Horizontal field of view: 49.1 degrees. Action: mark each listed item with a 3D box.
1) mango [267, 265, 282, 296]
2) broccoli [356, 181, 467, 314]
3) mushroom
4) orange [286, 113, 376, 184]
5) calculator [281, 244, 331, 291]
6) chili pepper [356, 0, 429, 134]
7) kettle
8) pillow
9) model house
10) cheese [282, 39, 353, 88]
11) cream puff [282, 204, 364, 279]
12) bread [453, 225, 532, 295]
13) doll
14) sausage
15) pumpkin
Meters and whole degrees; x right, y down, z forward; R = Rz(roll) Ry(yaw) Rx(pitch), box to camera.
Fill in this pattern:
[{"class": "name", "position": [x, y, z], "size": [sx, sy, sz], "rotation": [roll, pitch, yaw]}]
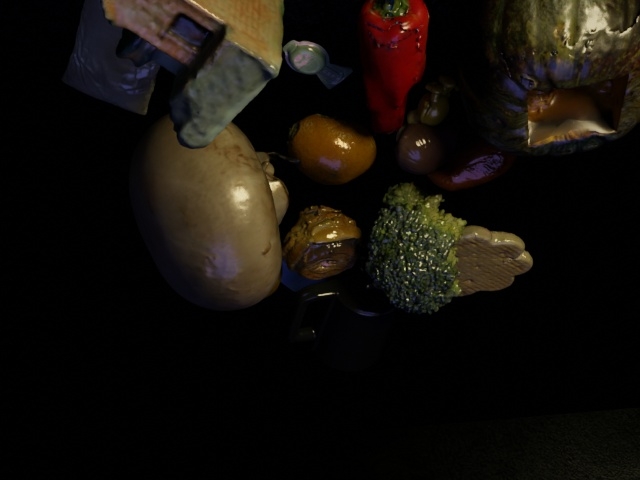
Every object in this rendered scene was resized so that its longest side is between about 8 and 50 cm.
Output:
[{"class": "mango", "position": [-0.230, 0.030, 1.530], "size": [0.329, 0.175, 0.177], "rotation": [19, 99, -29]}, {"class": "broccoli", "position": [0.198, 0.010, 1.464], "size": [0.247, 0.263, 0.243], "rotation": [-32, 180, 41]}, {"class": "mushroom", "position": [-0.169, -0.060, 1.231], "size": [0.294, 0.362, 0.362], "rotation": [-23, 156, -23]}, {"class": "orange", "position": [0.021, -0.159, 1.278], "size": [0.170, 0.112, 0.160], "rotation": [-32, 138, 23]}, {"class": "calculator", "position": [-0.061, 0.067, 1.707], "size": [0.121, 0.039, 0.210], "rotation": [-19, 144, 25]}, {"class": "chili pepper", "position": [0.110, -0.277, 1.084], "size": [0.110, 0.110, 0.387], "rotation": [-2, 151, 3]}, {"class": "kettle", "position": [0.062, 0.166, 1.734], "size": [0.262, 0.203, 0.308], "rotation": [15, 146, 1]}, {"class": "pillow", "position": [-0.312, -0.297, 1.095], "size": [0.148, 0.050, 0.230], "rotation": [10, 145, -25]}, {"class": "model house", "position": [-0.224, -0.316, 0.869], "size": [0.325, 0.267, 0.194], "rotation": [29, 132, -31]}, {"class": "cheese", "position": [-0.009, -0.287, 1.136], "size": [0.120, 0.026, 0.067], "rotation": [25, 141, -36]}, {"class": "cream puff", "position": [0.000, 0.000, 1.509], "size": [0.189, 0.129, 0.189], "rotation": [-16, 154, -8]}, {"class": "bread", "position": [0.346, 0.050, 1.673], "size": [0.316, 0.054, 0.316], "rotation": [1, 148, 0]}, {"class": "doll", "position": [0.193, -0.199, 1.223], "size": [0.145, 0.096, 0.188], "rotation": [-18, 134, -54]}, {"class": "sausage", "position": [0.288, -0.146, 1.318], "size": [0.179, 0.089, 0.089], "rotation": [-22, 143, 27]}, {"class": "pumpkin", "position": [0.359, -0.256, 1.035], "size": [0.320, 0.192, 0.320], "rotation": [-2, 149, -2]}]
